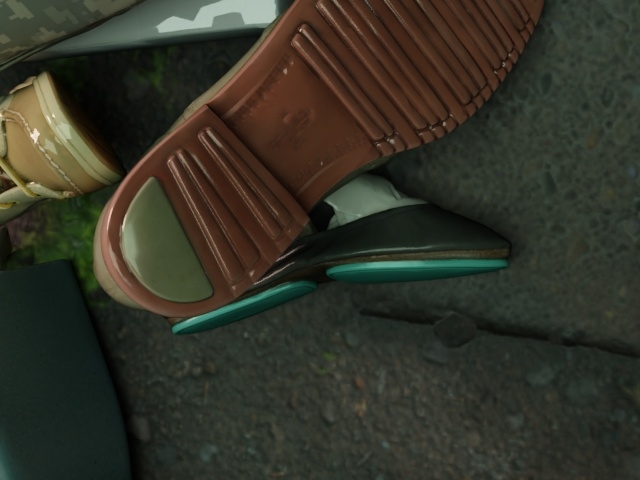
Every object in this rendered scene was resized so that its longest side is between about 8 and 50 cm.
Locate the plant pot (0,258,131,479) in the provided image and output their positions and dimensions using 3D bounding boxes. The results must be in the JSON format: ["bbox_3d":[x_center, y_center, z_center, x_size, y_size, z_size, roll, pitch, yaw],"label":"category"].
[{"bbox_3d":[-0.278,0.186,1.125,0.247,0.248,0.252,-28,87,14],"label":"plant pot"}]

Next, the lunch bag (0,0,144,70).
[{"bbox_3d":[-0.208,-0.253,1.001,0.305,0.212,0.256,-23,108,15],"label":"lunch bag"}]

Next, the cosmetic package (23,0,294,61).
[{"bbox_3d":[-0.172,-0.331,1.128,0.284,0.097,0.377,-4,95,16],"label":"cosmetic package"}]

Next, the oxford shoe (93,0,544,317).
[{"bbox_3d":[-0.010,-0.097,1.058,0.397,0.146,0.140,-37,99,-20],"label":"oxford shoe"}]

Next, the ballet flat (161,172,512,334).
[{"bbox_3d":[0.000,0.000,1.127,0.280,0.095,0.096,-12,81,14],"label":"ballet flat"}]

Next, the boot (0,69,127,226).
[{"bbox_3d":[-0.253,-0.033,1.070,0.203,0.262,0.095,-36,109,-11],"label":"boot"}]

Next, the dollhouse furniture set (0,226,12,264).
[{"bbox_3d":[-0.312,0.004,1.242,0.114,0.091,0.081,-8,52,-8],"label":"dollhouse furniture set"}]
